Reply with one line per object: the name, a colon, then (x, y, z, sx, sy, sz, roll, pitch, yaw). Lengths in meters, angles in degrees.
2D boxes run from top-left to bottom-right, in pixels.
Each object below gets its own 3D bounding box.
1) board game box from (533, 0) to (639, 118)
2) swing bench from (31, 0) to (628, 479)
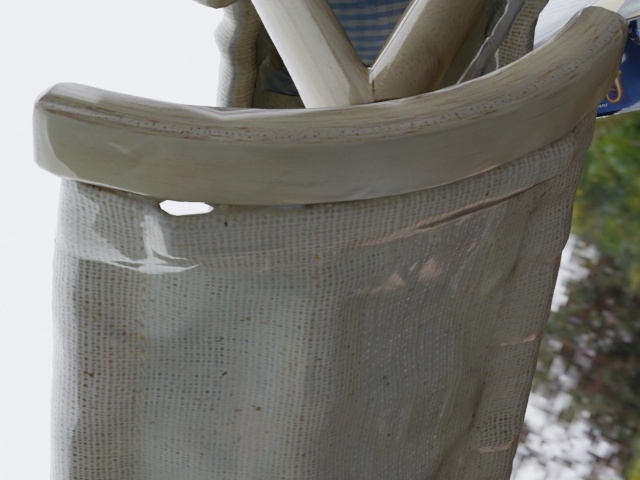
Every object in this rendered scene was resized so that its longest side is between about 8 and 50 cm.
board game box: (0.180, -0.123, 0.659, 0.042, 0.243, 0.165, 47, -112, -17)
swing bench: (0.000, 0.000, 0.597, 0.165, 0.254, 0.253, 5, -50, -4)
